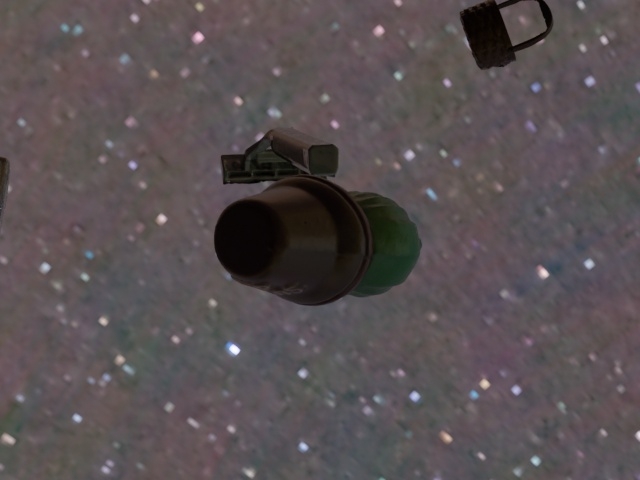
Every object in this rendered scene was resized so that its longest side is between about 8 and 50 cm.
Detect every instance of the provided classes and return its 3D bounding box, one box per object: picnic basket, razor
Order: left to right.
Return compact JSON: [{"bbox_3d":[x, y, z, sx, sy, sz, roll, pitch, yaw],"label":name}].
[{"bbox_3d":[-0.024,-0.086,1.640,0.278,0.111,0.056,-176,-96,-78],"label":"razor"},{"bbox_3d":[0.179,-0.201,1.599,0.083,0.072,0.072,-21,-131,7],"label":"picnic basket"}]

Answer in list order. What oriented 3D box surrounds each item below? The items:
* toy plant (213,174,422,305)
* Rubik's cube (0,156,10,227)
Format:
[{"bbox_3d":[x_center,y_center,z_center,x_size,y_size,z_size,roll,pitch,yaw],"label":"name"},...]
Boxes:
[{"bbox_3d":[0.000,0.000,1.381,0.143,0.200,0.105,12,-84,38],"label":"toy plant"},{"bbox_3d":[-0.482,0.061,1.817,0.259,0.253,0.256,8,-135,-10],"label":"Rubik's cube"}]
